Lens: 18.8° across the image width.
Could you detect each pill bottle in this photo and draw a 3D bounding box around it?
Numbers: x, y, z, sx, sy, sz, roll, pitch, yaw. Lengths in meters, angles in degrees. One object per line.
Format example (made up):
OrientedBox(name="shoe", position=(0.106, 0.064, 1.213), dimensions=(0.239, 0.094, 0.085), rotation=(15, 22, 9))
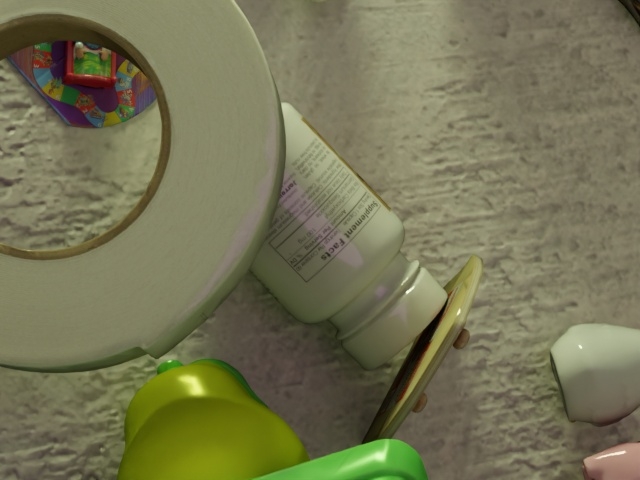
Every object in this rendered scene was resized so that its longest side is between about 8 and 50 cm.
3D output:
OrientedBox(name="pill bottle", position=(0.000, 0.000, 1.720), dimensions=(0.229, 0.131, 0.131), rotation=(46, 71, -6))

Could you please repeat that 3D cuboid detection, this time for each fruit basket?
OrientedBox(name="fruit basket", position=(-0.073, 0.282, 1.600), dimensions=(0.392, 0.392, 0.283), rotation=(-30, 119, -20))

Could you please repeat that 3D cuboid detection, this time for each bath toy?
OrientedBox(name="bath toy", position=(0.314, 0.237, 1.782), dimensions=(0.129, 0.151, 0.348), rotation=(-16, 78, 3))

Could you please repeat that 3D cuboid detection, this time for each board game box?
OrientedBox(name="board game box", position=(-0.209, -0.185, 1.735), dimensions=(0.133, 0.033, 0.168), rotation=(-44, 95, -19))

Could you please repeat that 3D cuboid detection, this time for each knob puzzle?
OrientedBox(name="knob puzzle", position=(0.105, 0.099, 1.703), dimensions=(0.030, 0.213, 0.213), rotation=(30, 73, -2))

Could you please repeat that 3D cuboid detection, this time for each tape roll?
OrientedBox(name="tape roll", position=(-0.223, -0.080, 1.621), dimensions=(0.392, 0.072, 0.392), rotation=(-1, 80, 4))

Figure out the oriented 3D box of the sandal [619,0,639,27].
OrientedBox(name="sandal", position=(0.354, -0.241, 1.912), dimensions=(0.219, 0.060, 0.090), rotation=(47, 71, -6))
